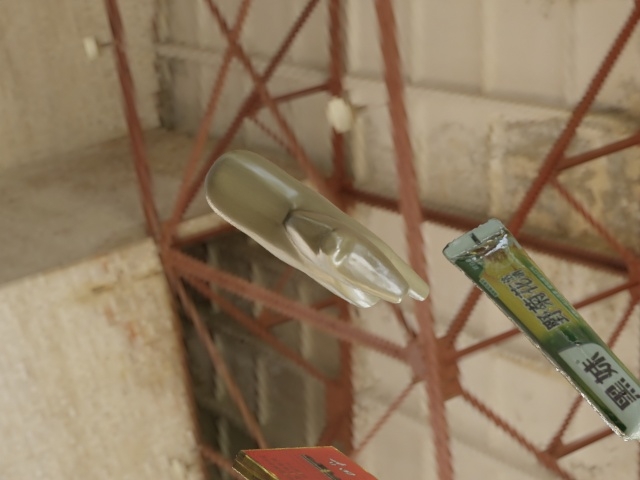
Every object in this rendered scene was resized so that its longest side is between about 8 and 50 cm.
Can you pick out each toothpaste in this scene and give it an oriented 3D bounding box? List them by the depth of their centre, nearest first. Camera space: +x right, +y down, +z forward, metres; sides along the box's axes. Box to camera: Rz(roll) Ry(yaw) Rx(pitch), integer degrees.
[{"bbox_3d":[0.156,0.064,0.939,0.204,0.049,0.031,50,-22,28],"label":"toothpaste"}]

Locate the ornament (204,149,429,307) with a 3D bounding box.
[{"bbox_3d":[0.000,0.000,1.170,0.230,0.061,0.245,34,-1,30],"label":"ornament"}]

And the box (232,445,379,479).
[{"bbox_3d":[-0.008,0.233,1.443,0.090,0.133,0.023,33,-71,43],"label":"box"}]
